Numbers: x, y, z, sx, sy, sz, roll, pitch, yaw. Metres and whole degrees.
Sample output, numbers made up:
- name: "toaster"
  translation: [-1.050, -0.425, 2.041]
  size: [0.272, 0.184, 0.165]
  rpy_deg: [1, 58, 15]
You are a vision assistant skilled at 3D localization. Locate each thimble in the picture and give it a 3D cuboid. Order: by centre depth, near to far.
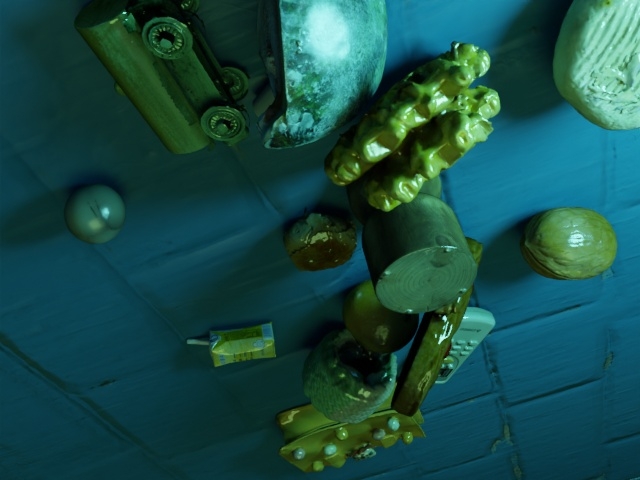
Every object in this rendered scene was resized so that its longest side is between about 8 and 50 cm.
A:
- name: "thimble"
  translation: [0.075, 0.320, 1.611]
  size: [0.219, 0.219, 0.150]
  rpy_deg: [15, 130, -28]

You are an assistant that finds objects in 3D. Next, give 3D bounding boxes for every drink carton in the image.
- name: "drink carton"
  translation: [-0.206, 0.242, 1.555]
  size: [0.200, 0.074, 0.084]
  rpy_deg: [-9, 138, -7]

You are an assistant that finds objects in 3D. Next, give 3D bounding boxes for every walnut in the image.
- name: "walnut"
  translation: [0.519, 0.007, 1.418]
  size: [0.207, 0.167, 0.167]
  rpy_deg: [1, 136, -18]

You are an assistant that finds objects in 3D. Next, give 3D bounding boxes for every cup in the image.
- name: "cup"
  translation: [-0.040, -0.237, 1.090]
  size: [0.116, 0.074, 0.104]
  rpy_deg: [-38, 161, 30]

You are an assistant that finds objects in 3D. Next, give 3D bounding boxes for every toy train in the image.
- name: "toy train"
  translation: [-0.221, -0.242, 0.987]
  size: [0.190, 0.126, 0.307]
  rpy_deg: [-21, 138, 9]

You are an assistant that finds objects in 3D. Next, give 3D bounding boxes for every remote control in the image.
- name: "remote control"
  translation: [0.332, 0.276, 1.740]
  size: [0.140, 0.056, 0.296]
  rpy_deg: [7, 135, -23]

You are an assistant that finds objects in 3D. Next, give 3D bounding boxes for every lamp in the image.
- name: "lamp"
  translation: [-0.392, -0.047, 1.173]
  size: [0.105, 0.105, 0.105]
  rpy_deg: [-7, 138, -7]

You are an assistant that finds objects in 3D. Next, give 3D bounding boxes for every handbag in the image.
- name: "handbag"
  translation: [0.094, 0.552, 1.938]
  size: [0.401, 0.133, 0.283]
  rpy_deg: [-19, 143, 7]

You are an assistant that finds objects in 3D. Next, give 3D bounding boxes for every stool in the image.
- name: "stool"
  translation: [0.157, -0.022, 1.217]
  size: [0.179, 0.264, 0.179]
  rpy_deg: [-7, 137, -7]

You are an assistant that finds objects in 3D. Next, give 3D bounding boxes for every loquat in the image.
- name: "loquat"
  translation: [0.136, 0.159, 1.491]
  size: [0.172, 0.149, 0.204]
  rpy_deg: [29, 109, 13]

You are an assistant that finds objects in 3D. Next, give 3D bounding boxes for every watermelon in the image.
- name: "watermelon"
  translation: [-0.038, -0.300, 0.931]
  size: [0.319, 0.214, 0.289]
  rpy_deg: [-53, 137, -23]

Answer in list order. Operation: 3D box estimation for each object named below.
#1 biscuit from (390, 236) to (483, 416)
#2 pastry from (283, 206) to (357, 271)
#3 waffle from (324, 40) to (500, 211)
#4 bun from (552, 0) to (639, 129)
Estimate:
- name: "biscuit"
  translation: [0.247, 0.169, 1.365]
  size: [0.070, 0.394, 0.350]
  rpy_deg: [24, 160, 8]
- name: "pastry"
  translation: [0.000, 0.005, 1.343]
  size: [0.153, 0.081, 0.153]
  rpy_deg: [-10, 137, -10]
- name: "waffle"
  translation: [0.149, -0.174, 1.025]
  size: [0.261, 0.324, 0.151]
  rpy_deg: [-35, 94, 28]
- name: "bun"
  translation: [0.492, -0.311, 1.070]
  size: [0.273, 0.168, 0.272]
  rpy_deg: [-2, 126, -3]
